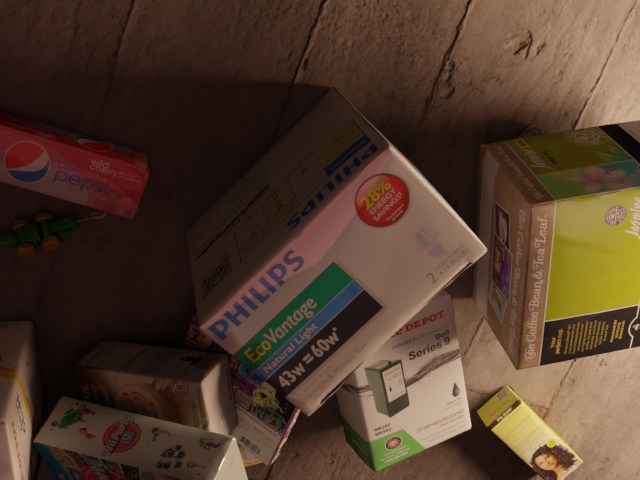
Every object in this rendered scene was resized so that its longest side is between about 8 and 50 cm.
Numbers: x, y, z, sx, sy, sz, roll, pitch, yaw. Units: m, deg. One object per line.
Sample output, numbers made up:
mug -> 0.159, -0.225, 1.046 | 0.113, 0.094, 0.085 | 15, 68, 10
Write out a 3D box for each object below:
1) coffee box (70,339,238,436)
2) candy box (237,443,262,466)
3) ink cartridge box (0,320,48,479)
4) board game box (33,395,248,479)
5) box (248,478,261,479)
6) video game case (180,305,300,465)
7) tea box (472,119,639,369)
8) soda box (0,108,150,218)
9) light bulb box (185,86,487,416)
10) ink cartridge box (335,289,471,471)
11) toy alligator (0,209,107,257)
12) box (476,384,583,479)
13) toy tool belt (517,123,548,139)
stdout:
coffee box -> -0.274, 0.256, 1.451 | 0.246, 0.098, 0.141 | 3, 114, 21
candy box -> -0.193, 0.367, 1.568 | 0.186, 0.109, 0.053 | -15, 116, -7
ink cartridge box -> -0.513, 0.292, 1.360 | 0.131, 0.306, 0.226 | -5, 113, -10
board game box -> -0.274, 0.377, 1.403 | 0.303, 0.097, 0.224 | 9, 136, 17
box -> -0.156, 0.621, 1.625 | 0.395, 0.212, 0.294 | 11, 109, -17
video game case -> -0.137, 0.237, 1.468 | 0.232, 0.042, 0.210 | 33, 125, 15
tea box -> 0.445, 0.004, 1.471 | 0.323, 0.220, 0.329 | -9, 124, -9
soda box -> -0.399, -0.119, 1.339 | 0.263, 0.083, 0.092 | 16, 108, -17
light bulb box -> 0.000, 0.000, 1.322 | 0.358, 0.361, 0.225 | -44, 114, 8
ink cartridge box -> 0.135, 0.230, 1.559 | 0.211, 0.121, 0.289 | -20, 115, -17
toy alligator -> -0.425, -0.012, 1.398 | 0.189, 0.056, 0.051 | -17, 156, -6
box -> 0.417, 0.391, 1.739 | 0.087, 0.058, 0.232 | -44, 113, 7
toy tool belt -> 0.360, -0.156, 1.506 | 0.052, 0.051, 0.083 | 23, 106, -20
